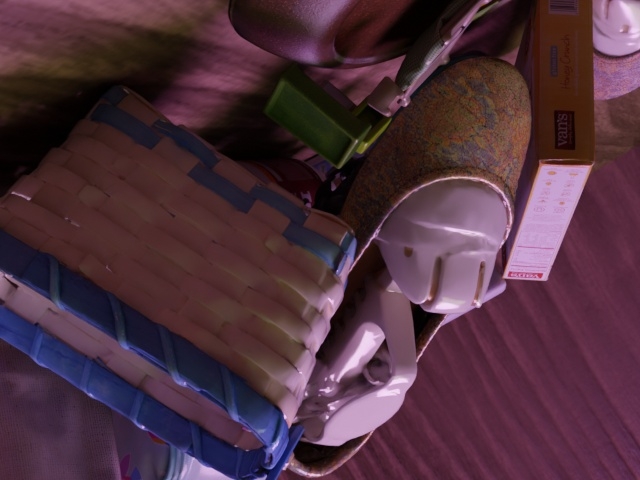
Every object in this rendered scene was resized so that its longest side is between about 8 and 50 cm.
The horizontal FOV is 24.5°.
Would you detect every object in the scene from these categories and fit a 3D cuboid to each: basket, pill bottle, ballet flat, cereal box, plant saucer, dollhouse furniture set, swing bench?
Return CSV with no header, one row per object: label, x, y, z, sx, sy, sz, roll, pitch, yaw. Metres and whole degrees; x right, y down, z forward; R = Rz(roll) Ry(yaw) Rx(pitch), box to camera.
basket,-0.123,0.081,0.871,0.289,0.255,0.201,-54,176,-24
pill bottle,-0.042,-0.026,1.221,0.086,0.086,0.152,-33,171,24
ballet flat,0.274,-0.222,1.153,0.106,0.107,0.316,-3,149,-40
cereal box,0.184,-0.088,1.217,0.047,0.173,0.240,3,158,1
plant saucer,0.093,-0.186,0.876,0.311,0.050,0.310,-30,172,-5
dollhouse furniture set,0.033,-0.108,0.887,0.151,0.058,0.076,-47,175,-35
ballet flat,0.054,0.036,1.023,0.123,0.123,0.348,-18,148,-52
swing bench,-0.252,0.182,1.054,0.165,0.253,0.255,0,157,-28

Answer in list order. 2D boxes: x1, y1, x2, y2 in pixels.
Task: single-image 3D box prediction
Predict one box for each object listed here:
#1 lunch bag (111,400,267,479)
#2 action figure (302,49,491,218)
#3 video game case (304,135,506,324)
lunch bag,-0.136,0.106,1.120,0.108,0.224,0.279,-3,160,-30
action figure,0.064,-0.022,1.157,0.275,0.141,0.164,-54,171,-24
video game case,0.025,0.012,1.308,0.212,0.193,0.023,-28,159,-14
